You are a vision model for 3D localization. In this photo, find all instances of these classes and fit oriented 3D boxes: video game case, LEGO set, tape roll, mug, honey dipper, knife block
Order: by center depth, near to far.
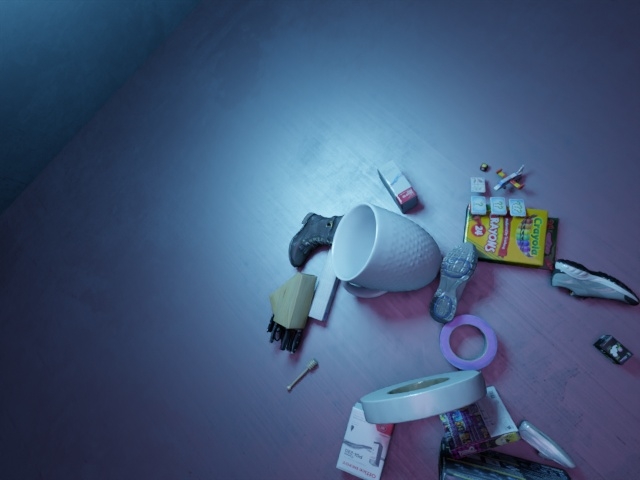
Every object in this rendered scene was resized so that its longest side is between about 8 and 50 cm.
[{"bbox_3d":[0.322,0.494,1.316,0.392,0.392,0.072,-17,74,11],"label":"tape roll"},{"bbox_3d":[0.500,0.581,1.337,0.210,0.232,0.042,-22,101,9],"label":"video game case"},{"bbox_3d":[0.515,0.357,1.454,0.189,0.080,0.189,-3,78,15],"label":"tape roll"},{"bbox_3d":[0.223,0.076,1.479,0.374,0.328,0.276,-54,32,34],"label":"mug"},{"bbox_3d":[0.643,-0.197,1.502,0.182,0.060,0.244,4,53,13],"label":"LEGO set"},{"bbox_3d":[-0.100,0.287,1.581,0.275,0.088,0.242,-39,57,31],"label":"knife block"},{"bbox_3d":[-0.075,0.522,1.606,0.161,0.030,0.030,-46,71,6],"label":"honey dipper"}]

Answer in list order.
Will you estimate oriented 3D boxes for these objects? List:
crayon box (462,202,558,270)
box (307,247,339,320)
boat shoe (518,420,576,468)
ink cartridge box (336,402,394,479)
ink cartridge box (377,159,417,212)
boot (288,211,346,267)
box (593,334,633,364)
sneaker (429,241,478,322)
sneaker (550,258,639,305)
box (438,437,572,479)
[{"bbox_3d":[0.682,-0.016,1.485,0.318,0.081,0.202,7,80,16],"label":"crayon box"},{"bbox_3d":[0.035,0.153,1.632,0.067,0.063,0.324,15,83,19],"label":"box"},{"bbox_3d":[0.727,0.675,1.342,0.184,0.066,0.063,37,104,16],"label":"boat shoe"},{"bbox_3d":[0.164,0.716,1.468,0.158,0.092,0.218,14,85,17],"label":"ink cartridge box"},{"bbox_3d":[0.299,-0.208,1.601,0.072,0.127,0.175,-31,73,6],"label":"ink cartridge box"},{"bbox_3d":[0.000,0.000,1.610,0.229,0.091,0.263,14,80,46],"label":"boot"},{"bbox_3d":[0.950,0.355,1.345,0.052,0.062,0.083,-44,71,1],"label":"box"},{"bbox_3d":[0.469,0.144,1.468,0.111,0.129,0.297,25,98,21],"label":"sneaker"},{"bbox_3d":[0.915,0.156,1.390,0.271,0.100,0.108,23,110,15],"label":"sneaker"},{"bbox_3d":[0.560,0.734,1.238,0.395,0.318,0.097,9,84,16],"label":"box"}]
